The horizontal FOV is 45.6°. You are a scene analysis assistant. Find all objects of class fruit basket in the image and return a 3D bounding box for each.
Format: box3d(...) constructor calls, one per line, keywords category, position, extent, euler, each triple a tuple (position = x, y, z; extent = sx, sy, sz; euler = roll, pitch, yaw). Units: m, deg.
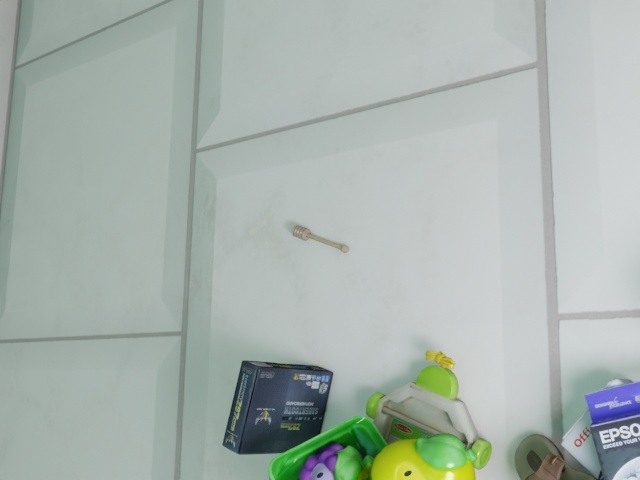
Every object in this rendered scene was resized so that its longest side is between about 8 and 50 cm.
box3d(category="fruit basket", position=(0.108, 0.487, 1.353), extent=(0.392, 0.283, 0.392), euler=(30, 129, 45))

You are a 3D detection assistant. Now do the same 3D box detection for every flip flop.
box3d(category="flip flop", position=(0.372, 0.389, 1.252), extent=(0.112, 0.080, 0.277), euler=(-53, 11, 6))

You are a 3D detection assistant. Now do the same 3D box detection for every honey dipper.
box3d(category="honey dipper", position=(0.000, 0.000, 1.757), extent=(0.161, 0.030, 0.030), euler=(22, 95, 37))

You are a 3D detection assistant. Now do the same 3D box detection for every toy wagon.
box3d(category="toy wagon", position=(0.204, 0.386, 1.490), extent=(0.267, 0.068, 0.344), euler=(17, 91, 39))

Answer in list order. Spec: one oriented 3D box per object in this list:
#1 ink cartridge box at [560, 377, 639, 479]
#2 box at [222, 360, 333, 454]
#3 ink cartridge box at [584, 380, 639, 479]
box3d(category="ink cartridge box", position=(0.522, 0.345, 1.230), extent=(0.208, 0.087, 0.153), euler=(45, 109, 35))
box3d(category="box", position=(-0.085, 0.355, 1.619), extent=(0.059, 0.233, 0.183), euler=(13, 89, 46))
box3d(category="ink cartridge box", position=(0.523, 0.305, 1.150), extent=(0.206, 0.045, 0.208), euler=(-21, 60, 22))
